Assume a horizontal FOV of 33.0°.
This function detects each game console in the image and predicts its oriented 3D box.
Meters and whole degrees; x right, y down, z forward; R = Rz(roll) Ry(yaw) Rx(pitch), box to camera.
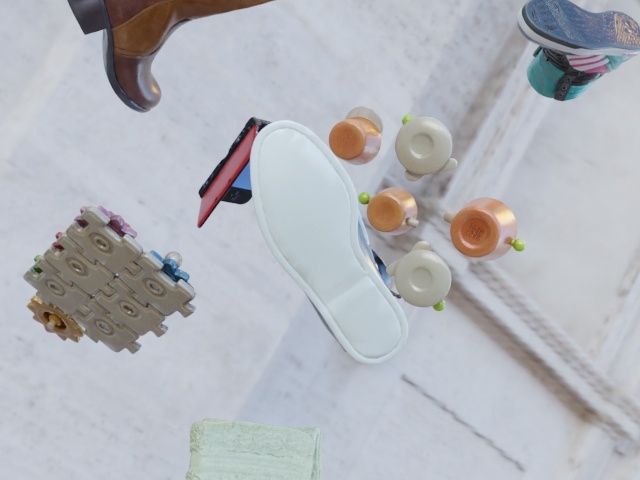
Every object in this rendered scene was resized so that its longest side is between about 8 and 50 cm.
[{"bbox_3d":[-0.097,-0.084,1.449,0.124,0.144,0.085,9,40,-44],"label":"game console"}]

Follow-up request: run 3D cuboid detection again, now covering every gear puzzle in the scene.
[{"bbox_3d":[-0.273,0.062,1.344,0.175,0.044,0.339,41,-38,-12],"label":"gear puzzle"}]

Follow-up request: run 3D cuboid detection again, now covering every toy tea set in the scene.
[{"bbox_3d":[0.155,-0.071,1.636,0.336,0.200,0.124,61,19,7],"label":"toy tea set"}]

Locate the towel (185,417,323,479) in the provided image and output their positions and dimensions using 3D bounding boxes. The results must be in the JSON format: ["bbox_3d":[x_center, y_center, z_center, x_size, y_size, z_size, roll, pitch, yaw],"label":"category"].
[{"bbox_3d":[-0.072,0.248,1.163,0.148,0.110,0.027,4,-31,0],"label":"towel"}]

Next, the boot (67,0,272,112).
[{"bbox_3d":[-0.179,-0.314,1.502,0.264,0.280,0.096,69,1,-45],"label":"boot"}]

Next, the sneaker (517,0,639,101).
[{"bbox_3d":[0.412,-0.330,1.889,0.295,0.124,0.178,2,-29,-37],"label":"sneaker"}]

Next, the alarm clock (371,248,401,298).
[{"bbox_3d":[0.027,0.060,1.698,0.192,0.064,0.129,-5,-55,47],"label":"alarm clock"}]

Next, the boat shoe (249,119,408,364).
[{"bbox_3d":[0.000,0.000,1.260,0.319,0.116,0.099,62,-5,-22],"label":"boat shoe"}]
